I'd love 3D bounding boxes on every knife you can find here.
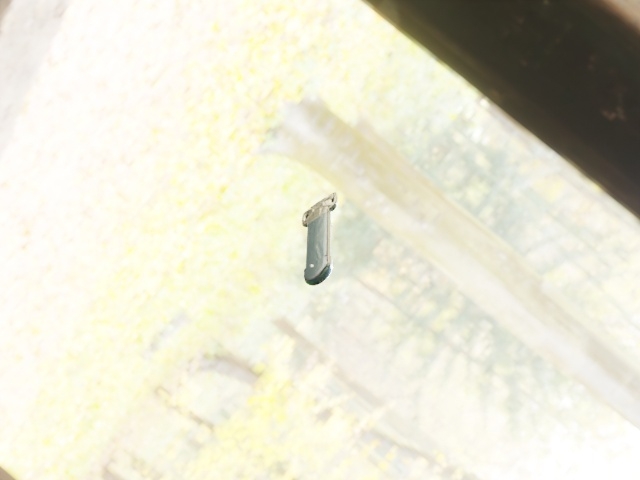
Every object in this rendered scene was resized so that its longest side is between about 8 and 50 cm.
[{"bbox_3d":[0.000,0.000,0.689,0.027,0.010,0.096,-33,-157,18],"label":"knife"}]
